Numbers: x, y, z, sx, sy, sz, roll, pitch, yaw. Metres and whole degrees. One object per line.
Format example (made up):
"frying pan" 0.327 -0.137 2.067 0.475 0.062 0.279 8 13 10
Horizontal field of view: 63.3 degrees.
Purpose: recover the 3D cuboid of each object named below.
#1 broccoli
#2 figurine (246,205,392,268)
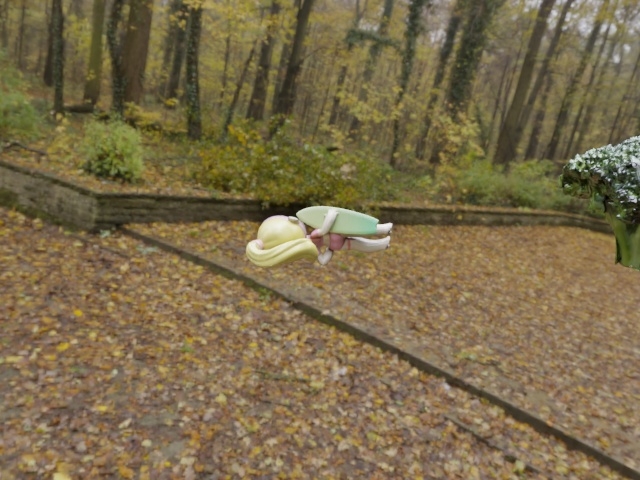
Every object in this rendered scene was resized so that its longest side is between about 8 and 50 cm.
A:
"broccoli" 0.423 -0.047 0.634 0.227 0.175 0.198 -15 1 30
"figurine" 0.000 0.000 0.664 0.188 0.083 0.083 0 14 -5
